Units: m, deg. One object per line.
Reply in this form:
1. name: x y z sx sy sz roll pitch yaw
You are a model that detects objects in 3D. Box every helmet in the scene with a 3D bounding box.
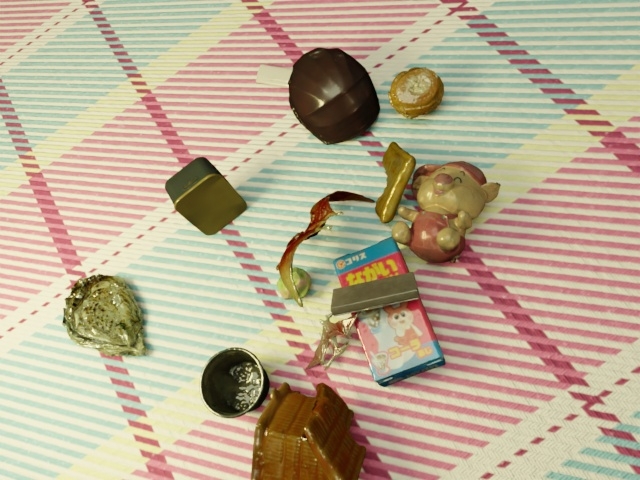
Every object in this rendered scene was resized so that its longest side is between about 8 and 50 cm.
1. helmet: 0.015 -0.414 1.474 0.225 0.177 0.305 -40 65 1

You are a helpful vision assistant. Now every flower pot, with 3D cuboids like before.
1. flower pot: -0.189 0.336 1.279 0.158 0.107 0.157 -5 67 12

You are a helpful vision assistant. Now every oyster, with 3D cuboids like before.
1. oyster: -0.573 0.207 1.453 0.199 0.112 0.267 -16 56 -13

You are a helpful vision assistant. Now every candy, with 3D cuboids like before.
1. candy: 0.154 0.159 1.250 0.157 0.100 0.305 -23 66 8

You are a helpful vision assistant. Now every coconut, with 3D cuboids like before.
1. coconut: -0.062 0.108 1.344 0.083 0.082 0.081 -22 56 -18

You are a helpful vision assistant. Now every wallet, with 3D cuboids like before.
1. wallet: -0.130 -0.486 1.627 0.122 0.025 0.061 16 81 21

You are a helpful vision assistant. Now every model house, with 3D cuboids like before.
1. model house: -0.016 0.434 1.148 0.229 0.199 0.219 8 105 19

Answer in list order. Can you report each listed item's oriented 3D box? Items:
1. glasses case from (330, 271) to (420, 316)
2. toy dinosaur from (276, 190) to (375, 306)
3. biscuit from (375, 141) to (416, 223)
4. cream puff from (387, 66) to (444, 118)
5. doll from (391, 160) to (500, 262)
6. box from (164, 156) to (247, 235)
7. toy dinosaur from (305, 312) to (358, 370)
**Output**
1. glasses case: 0.117 0.119 1.188 0.191 0.042 0.072 -13 24 12
2. toy dinosaur: 0.002 0.002 1.315 0.206 0.113 0.327 -40 16 31
3. biscuit: 0.174 -0.145 1.366 0.039 0.174 0.183 15 106 -17
4. cream puff: 0.250 -0.381 1.428 0.144 0.103 0.126 -28 77 5
5. doll: 0.284 -0.077 1.265 0.196 0.152 0.255 26 67 9
6. box: -0.300 -0.116 1.438 0.144 0.201 0.090 -38 60 1
7. toy dinosaur: 0.024 0.224 1.254 0.220 0.032 0.108 -54 47 32
